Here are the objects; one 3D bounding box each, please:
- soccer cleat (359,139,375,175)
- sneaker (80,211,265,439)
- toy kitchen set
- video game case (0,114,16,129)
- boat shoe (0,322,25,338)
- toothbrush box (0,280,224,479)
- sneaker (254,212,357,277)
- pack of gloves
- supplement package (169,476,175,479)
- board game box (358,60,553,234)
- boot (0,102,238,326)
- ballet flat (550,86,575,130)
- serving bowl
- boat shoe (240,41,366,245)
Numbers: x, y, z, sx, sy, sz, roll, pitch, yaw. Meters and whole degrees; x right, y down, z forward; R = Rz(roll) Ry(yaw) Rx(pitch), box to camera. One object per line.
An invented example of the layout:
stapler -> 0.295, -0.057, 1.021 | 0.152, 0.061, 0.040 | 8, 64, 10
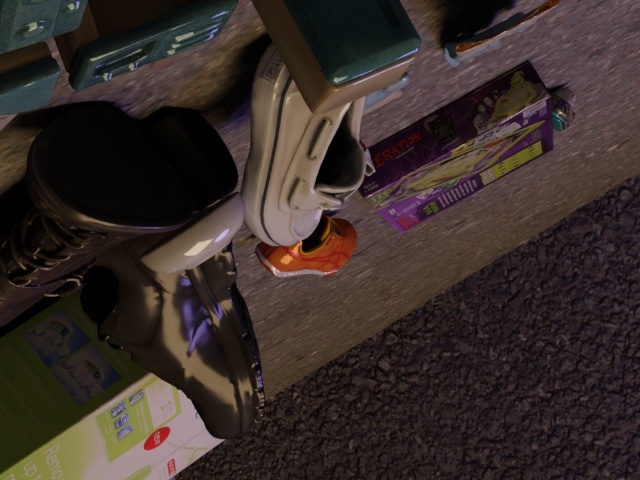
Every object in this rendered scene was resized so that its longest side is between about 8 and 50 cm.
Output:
soccer cleat -> 0.018, -0.067, 1.564 | 0.083, 0.036, 0.029 | -19, 168, -49
sneaker -> -0.123, 0.059, 1.398 | 0.130, 0.109, 0.286 | -17, 130, -4
toy kitchen set -> -0.052, -0.116, 0.753 | 0.207, 0.122, 0.166 | -25, 171, -22
video game case -> -0.236, -0.048, 0.927 | 0.143, 0.019, 0.157 | -19, 168, -47
boat shoe -> -0.285, 0.101, 1.557 | 0.142, 0.049, 0.040 | -16, 165, -46
toothbrush box -> -0.225, 0.165, 1.556 | 0.283, 0.122, 0.206 | -35, 152, -21
sneaker -> 0.000, 0.000, 1.827 | 0.067, 0.064, 0.175 | -43, 168, 25
pack of gloves -> 0.074, -0.145, 1.320 | 0.195, 0.046, 0.232 | -28, -178, 1
supplement package -> -0.354, 0.307, 2.130 | 0.293, 0.175, 0.177 | -36, 168, 39
board game box -> 0.145, -0.089, 1.810 | 0.208, 0.056, 0.347 | -33, 171, 3
boot -> -0.186, 0.005, 1.156 | 0.229, 0.091, 0.263 | -32, 173, 19
ballet flat -> 0.262, -0.148, 1.882 | 0.041, 0.041, 0.114 | -29, 172, 5
serving bowl -> -0.084, -0.001, 1.198 | 0.083, 0.027, 0.083 | -34, -174, 4
boat shoe -> -0.007, -0.051, 1.202 | 0.083, 0.075, 0.226 | -56, 164, -22
